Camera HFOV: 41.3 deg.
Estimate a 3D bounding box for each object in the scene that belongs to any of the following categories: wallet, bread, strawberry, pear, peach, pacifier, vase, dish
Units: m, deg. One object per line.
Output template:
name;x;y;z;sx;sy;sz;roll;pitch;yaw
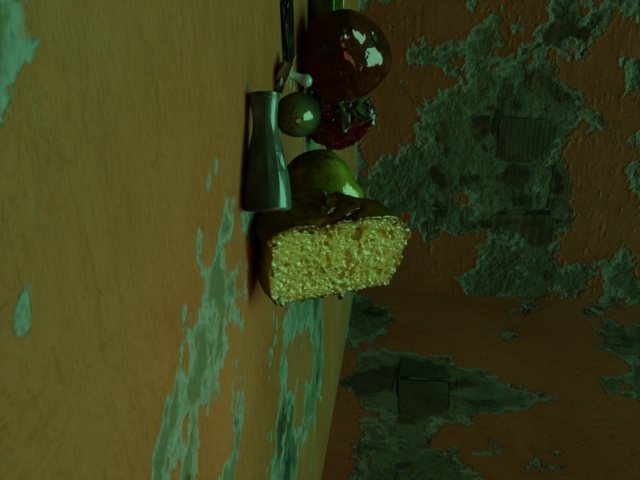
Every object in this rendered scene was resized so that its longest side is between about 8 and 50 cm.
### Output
wallet;-0.071;-0.466;1.866;0.082;0.018;0.156;-77;169;-54
bread;0.000;0.000;1.730;0.179;0.340;0.194;38;-51;50
strawberry;0.045;-0.334;2.332;0.201;0.187;0.184;-54;-134;46
pear;-0.008;-0.103;1.900;0.197;0.198;0.197;3;90;-84
peach;0.061;-0.469;2.125;0.256;0.233;0.232;121;-26;-82
pacifier;-0.056;-0.345;1.807;0.099;0.078;0.081;-81;-167;-47
vase;-0.098;-0.159;1.528;0.086;0.086;0.213;-30;118;-82
dish;0.015;-0.638;2.265;0.149;0.080;0.207;52;43;-74

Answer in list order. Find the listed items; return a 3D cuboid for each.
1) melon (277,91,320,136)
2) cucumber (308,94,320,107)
melon;-0.049;-0.267;1.804;0.131;0.098;0.097;-37;130;-76
cucumber;-0.043;-0.295;1.991;0.211;0.062;0.077;-65;158;-74
